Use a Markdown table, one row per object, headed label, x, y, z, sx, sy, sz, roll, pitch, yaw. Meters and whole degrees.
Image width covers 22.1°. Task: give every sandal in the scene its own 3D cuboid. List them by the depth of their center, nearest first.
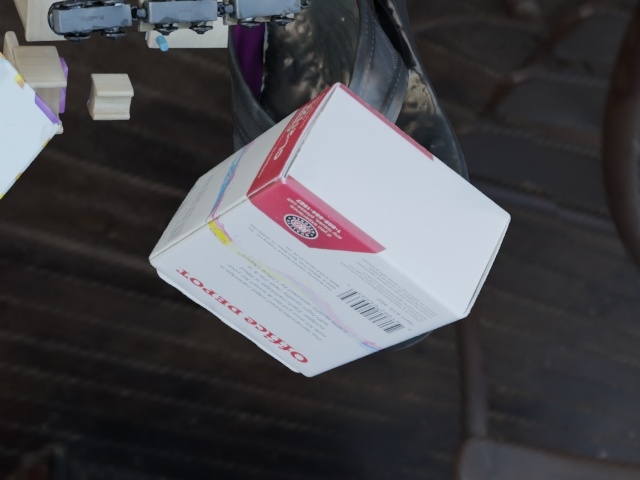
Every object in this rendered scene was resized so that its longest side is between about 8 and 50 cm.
| label | x | y | z | sx | sy | sz | roll | pitch | yaw |
| --- | --- | --- | --- | --- | --- | --- | --- | --- | --- |
| sandal | -0.008 | -0.137 | 1.152 | 0.168 | 0.445 | 0.107 | -17 | 159 | 22 |

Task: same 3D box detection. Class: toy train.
| label | x | y | z | sx | sy | sz | roll | pitch | yaw |
| --- | --- | --- | --- | --- | --- | --- | --- | --- | --- |
| toy train | -0.079 | -0.130 | 0.926 | 0.158 | 0.036 | 0.027 | -9 | 106 | -29 |

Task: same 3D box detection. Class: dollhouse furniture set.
| label | x | y | z | sx | sy | sz | roll | pitch | yaw |
| --- | --- | --- | --- | --- | --- | --- | --- | --- | --- |
| dollhouse furniture set | -0.192 | -0.291 | 1.799 | 0.303 | 0.198 | 0.286 | -4 | 129 | -20 |

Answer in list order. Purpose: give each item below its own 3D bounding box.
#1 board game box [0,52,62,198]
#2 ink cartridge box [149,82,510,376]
| label | x | y | z | sx | sy | sz | roll | pitch | yaw |
| --- | --- | --- | --- | --- | --- | --- | --- | --- | --- |
| board game box | -0.375 | -0.103 | 1.391 | 0.275 | 0.142 | 0.144 | 8 | 144 | 48 |
| ink cartridge box | 0.000 | 0.000 | 0.924 | 0.127 | 0.072 | 0.175 | 37 | 151 | -16 |
